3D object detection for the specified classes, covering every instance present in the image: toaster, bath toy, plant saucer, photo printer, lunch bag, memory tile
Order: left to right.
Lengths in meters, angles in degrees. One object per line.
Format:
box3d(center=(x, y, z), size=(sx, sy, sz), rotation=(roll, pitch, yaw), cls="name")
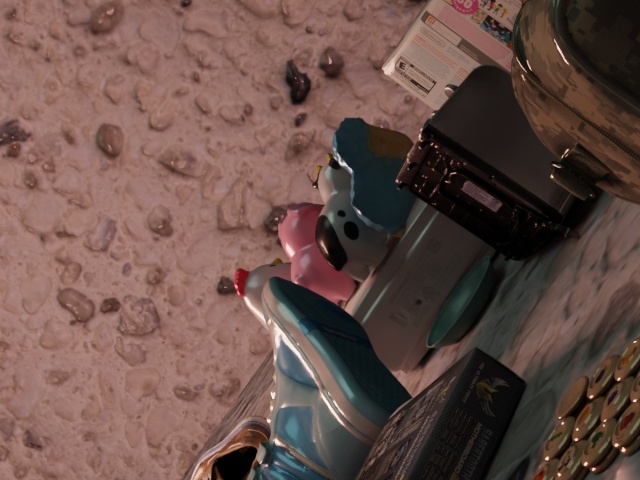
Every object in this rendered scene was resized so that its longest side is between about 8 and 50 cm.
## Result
box3d(center=(0.000, 0.000, 1.708), size=(0.348, 0.129, 0.151), rotation=(-54, 7, 49), cls="bath toy")
box3d(center=(0.121, 0.022, 1.770), size=(0.256, 0.107, 0.307), rotation=(-56, 4, 5), cls="photo printer")
box3d(center=(0.157, 0.071, 1.560), size=(0.119, 0.021, 0.119), rotation=(-56, 5, 7), cls="plant saucer")
box3d(center=(0.180, -0.070, 1.422), size=(0.110, 0.185, 0.168), rotation=(-55, -4, -15), cls="toaster")
box3d(center=(0.187, 0.112, 0.949), size=(0.113, 0.012, 0.148), rotation=(-59, 4, -36), cls="memory tile")
box3d(center=(0.258, -0.165, 0.871), size=(0.305, 0.212, 0.256), rotation=(-56, 5, -5), cls="lunch bag")

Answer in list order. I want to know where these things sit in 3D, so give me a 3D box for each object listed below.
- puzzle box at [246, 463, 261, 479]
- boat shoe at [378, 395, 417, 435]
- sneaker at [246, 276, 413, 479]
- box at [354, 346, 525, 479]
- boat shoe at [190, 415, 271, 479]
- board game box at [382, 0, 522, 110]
box3d(center=(-0.049, 0.310, 1.910), size=(0.272, 0.052, 0.409), rotation=(-53, 5, 47), cls="puzzle box")
box3d(center=(0.069, 0.204, 1.377), size=(0.142, 0.049, 0.040), rotation=(-58, 3, 12), cls="boat shoe")
box3d(center=(-0.028, 0.184, 1.544), size=(0.208, 0.127, 0.319), rotation=(-59, 29, 14), cls="sneaker")
box3d(center=(0.067, 0.219, 1.194), size=(0.233, 0.059, 0.183), rotation=(-58, 4, -36), cls="box")
box3d(center=(-0.134, 0.320, 1.999), size=(0.183, 0.066, 0.066), rotation=(-55, 5, 27), cls="boat shoe")
box3d(center=(0.241, -0.253, 1.702), size=(0.097, 0.224, 0.303), rotation=(-57, 4, -41), cls="board game box")
